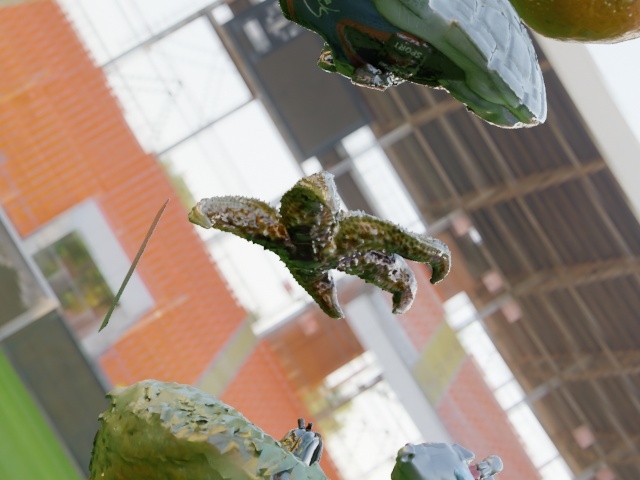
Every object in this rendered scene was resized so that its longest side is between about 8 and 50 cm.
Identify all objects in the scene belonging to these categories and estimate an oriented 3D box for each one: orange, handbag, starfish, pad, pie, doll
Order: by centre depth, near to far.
[{"bbox_3d":[0.061,0.128,0.807,0.114,0.057,0.039,42,43,-62],"label":"doll"},{"bbox_3d":[-0.050,0.325,1.253,0.418,0.180,0.395,39,-53,16],"label":"pie"},{"bbox_3d":[-0.001,-0.002,1.284,0.216,0.238,0.071,131,-38,-54],"label":"starfish"},{"bbox_3d":[0.279,-0.281,1.511,0.224,0.224,0.170,-138,-136,-57],"label":"orange"},{"bbox_3d":[-0.033,0.231,1.550,0.047,0.111,0.072,27,-32,18],"label":"handbag"},{"bbox_3d":[-0.206,0.029,1.690,0.003,0.157,0.112,27,-12,-8],"label":"pad"}]

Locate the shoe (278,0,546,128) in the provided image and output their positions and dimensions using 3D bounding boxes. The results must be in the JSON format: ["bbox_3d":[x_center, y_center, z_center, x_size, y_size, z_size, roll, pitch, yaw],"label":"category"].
[{"bbox_3d":[0.051,-0.133,1.030,0.227,0.125,0.099,39,32,-25],"label":"shoe"}]
